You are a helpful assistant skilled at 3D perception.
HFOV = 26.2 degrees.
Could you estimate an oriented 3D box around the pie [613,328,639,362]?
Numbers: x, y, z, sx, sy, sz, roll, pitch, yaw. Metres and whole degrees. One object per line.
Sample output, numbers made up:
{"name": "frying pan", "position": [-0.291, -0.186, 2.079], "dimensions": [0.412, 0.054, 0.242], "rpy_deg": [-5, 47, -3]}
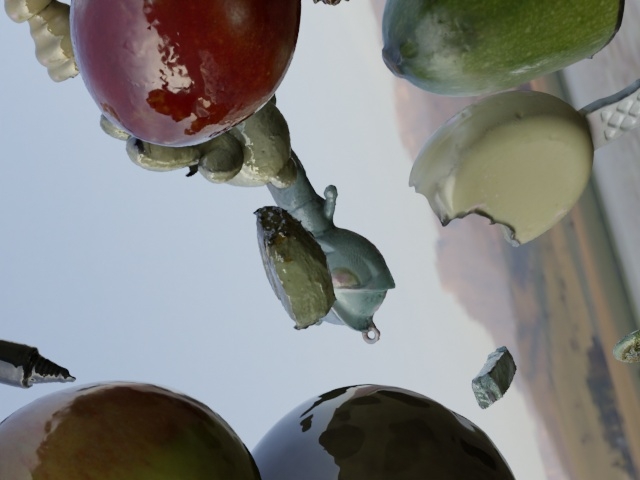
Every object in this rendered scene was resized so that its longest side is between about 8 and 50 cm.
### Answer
{"name": "pie", "position": [0.457, 0.152, 1.952], "dimensions": [0.084, 0.084, 0.021], "rpy_deg": [58, -165, -52]}

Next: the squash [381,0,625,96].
{"name": "squash", "position": [0.227, -0.354, 1.993], "dimensions": [0.310, 0.309, 0.310], "rpy_deg": [44, 149, 35]}

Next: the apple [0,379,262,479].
{"name": "apple", "position": [-0.170, 0.226, 1.052], "dimensions": [0.194, 0.261, 0.261], "rpy_deg": [41, 172, 32]}

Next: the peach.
{"name": "peach", "position": [-0.130, -0.193, 1.237], "dimensions": [0.199, 0.243, 0.243], "rpy_deg": [33, -149, -26]}

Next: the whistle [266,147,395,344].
{"name": "whistle", "position": [0.000, 0.000, 2.042], "dimensions": [0.134, 0.142, 0.346], "rpy_deg": [-27, -91, -39]}

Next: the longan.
{"name": "longan", "position": [0.048, 0.300, 1.326], "dimensions": [0.319, 0.319, 0.319], "rpy_deg": [-17, -90, -79]}

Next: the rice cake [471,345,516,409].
{"name": "rice cake", "position": [0.232, 0.179, 1.823], "dimensions": [0.043, 0.034, 0.211], "rpy_deg": [64, -165, 1]}

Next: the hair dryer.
{"name": "hair dryer", "position": [-0.463, 0.126, 1.718], "dimensions": [0.189, 0.352, 0.107], "rpy_deg": [-64, -16, -58]}

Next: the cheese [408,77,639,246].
{"name": "cheese", "position": [0.208, -0.097, 1.274], "dimensions": [0.163, 0.249, 0.071], "rpy_deg": [41, -170, -40]}

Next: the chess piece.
{"name": "chess piece", "position": [-0.340, -0.284, 1.668], "dimensions": [0.170, 0.094, 0.094], "rpy_deg": [53, -161, -27]}

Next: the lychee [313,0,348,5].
{"name": "lychee", "position": [0.017, -0.401, 1.763], "dimensions": [0.238, 0.200, 0.200], "rpy_deg": [-2, -107, -53]}

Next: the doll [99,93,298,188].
{"name": "doll", "position": [-0.172, -0.134, 1.883], "dimensions": [0.278, 0.149, 0.175], "rpy_deg": [0, -112, -41]}

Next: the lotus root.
{"name": "lotus root", "position": [-0.033, 0.021, 1.720], "dimensions": [0.143, 0.070, 0.144], "rpy_deg": [-121, 13, -50]}
